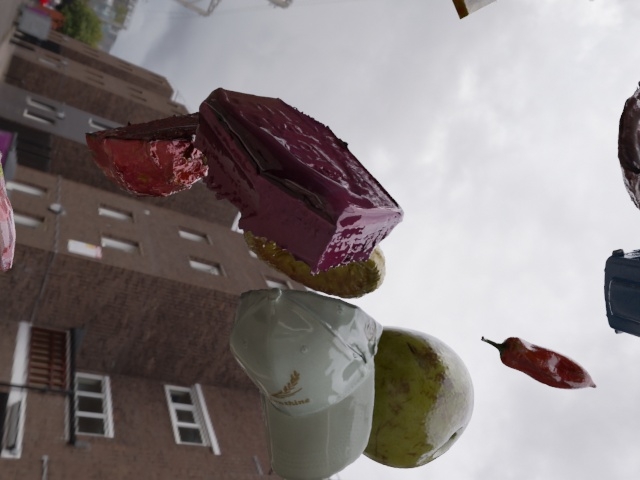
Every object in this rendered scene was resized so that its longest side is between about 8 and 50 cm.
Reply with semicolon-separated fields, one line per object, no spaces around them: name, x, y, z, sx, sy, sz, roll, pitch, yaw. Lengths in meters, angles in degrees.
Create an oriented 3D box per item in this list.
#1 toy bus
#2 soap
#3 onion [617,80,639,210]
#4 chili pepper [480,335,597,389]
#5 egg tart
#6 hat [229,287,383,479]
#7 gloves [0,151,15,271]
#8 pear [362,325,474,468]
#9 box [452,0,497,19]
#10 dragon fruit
toy bus;0.456;0.072;0.687;0.234;0.134;0.116;-161;-118;-73
soap;-0.049;-0.101;0.875;0.325;0.220;0.127;50;-55;30
onion;0.647;-0.141;1.009;0.146;0.315;0.280;104;7;-61
chili pepper;0.331;0.185;0.883;0.050;0.191;0.059;111;3;-48
egg tart;0.000;0.000;1.173;0.319;0.319;0.128;-23;-140;53
hat;-0.047;0.230;0.924;0.258;0.168;0.301;-5;-101;27
gloves;-0.435;-0.073;0.690;0.126;0.241;0.145;-42;-154;-20
pear;0.151;0.290;1.107;0.284;0.284;0.283;-35;-133;47
box;0.269;-0.440;0.985;0.156;0.089;0.022;-38;-162;-35
dragon fruit;-0.265;-0.153;1.037;0.163;0.262;0.189;42;-49;16
